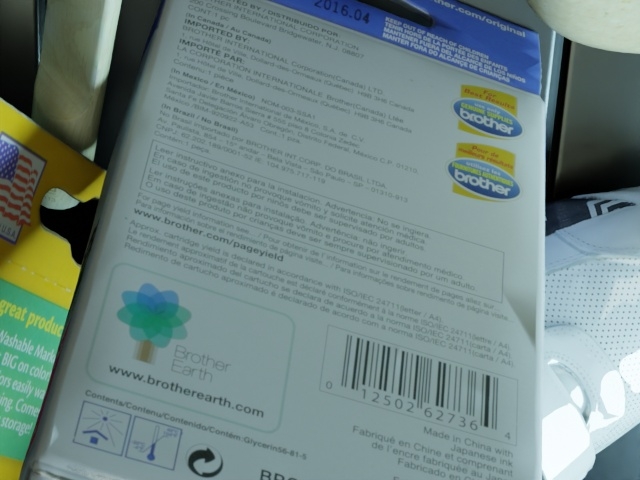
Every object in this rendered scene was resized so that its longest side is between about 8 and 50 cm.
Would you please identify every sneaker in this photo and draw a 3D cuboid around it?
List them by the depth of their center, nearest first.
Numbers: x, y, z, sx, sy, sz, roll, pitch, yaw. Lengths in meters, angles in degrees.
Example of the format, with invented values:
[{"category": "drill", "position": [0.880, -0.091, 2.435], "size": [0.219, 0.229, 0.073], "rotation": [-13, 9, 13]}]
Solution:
[{"category": "sneaker", "position": [0.063, 0.119, 0.678], "size": [0.366, 0.210, 0.137], "rotation": [-31, 111, 8]}]

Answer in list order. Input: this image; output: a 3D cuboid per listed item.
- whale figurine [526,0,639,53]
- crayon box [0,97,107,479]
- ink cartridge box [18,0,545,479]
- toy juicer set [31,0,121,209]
[{"category": "whale figurine", "position": [0.126, -0.178, 0.565], "size": [0.216, 0.141, 0.272], "rotation": [-17, 155, 37]}, {"category": "crayon box", "position": [-0.175, 0.112, 0.619], "size": [0.083, 0.203, 0.323], "rotation": [15, 80, 23]}, {"category": "ink cartridge box", "position": [0.000, 0.000, 0.605], "size": [0.186, 0.311, 0.065], "rotation": [18, 140, -11]}, {"category": "toy juicer set", "position": [-0.219, -0.042, 0.606], "size": [0.329, 0.089, 0.209], "rotation": [1, 146, 9]}]
